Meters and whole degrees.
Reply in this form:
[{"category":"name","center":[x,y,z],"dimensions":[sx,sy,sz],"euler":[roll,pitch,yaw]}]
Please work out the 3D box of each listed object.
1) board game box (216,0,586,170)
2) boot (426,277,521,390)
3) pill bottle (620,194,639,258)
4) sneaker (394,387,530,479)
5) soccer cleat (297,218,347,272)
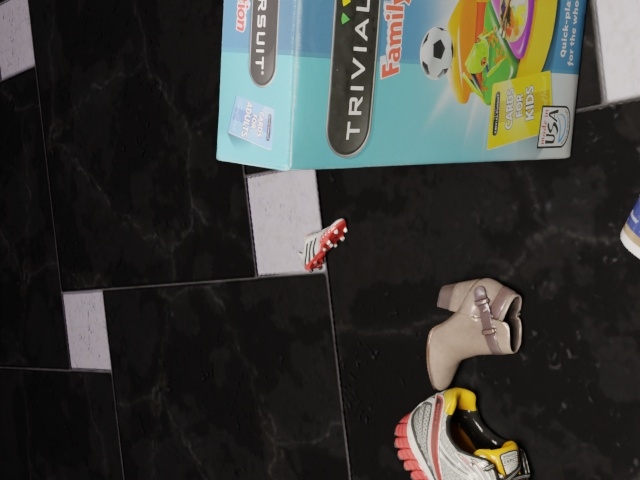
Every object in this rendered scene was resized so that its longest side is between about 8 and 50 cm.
[{"category":"board game box","center":[0.081,-0.186,0.720],"dimensions":[0.079,0.336,0.253],"euler":[14,105,44]},{"category":"boot","center":[0.147,0.093,0.899],"dimensions":[0.087,0.042,0.118],"euler":[11,103,43]},{"category":"pill bottle","center":[0.272,-0.039,0.688],"dimensions":[0.067,0.067,0.120],"euler":[41,123,35]},{"category":"sneaker","center":[0.154,0.236,0.876],"dimensions":[0.225,0.088,0.093],"euler":[56,129,25]},{"category":"soccer cleat","center":[0.000,0.000,1.051],"dimensions":[0.035,0.029,0.083],"euler":[53,134,22]}]
